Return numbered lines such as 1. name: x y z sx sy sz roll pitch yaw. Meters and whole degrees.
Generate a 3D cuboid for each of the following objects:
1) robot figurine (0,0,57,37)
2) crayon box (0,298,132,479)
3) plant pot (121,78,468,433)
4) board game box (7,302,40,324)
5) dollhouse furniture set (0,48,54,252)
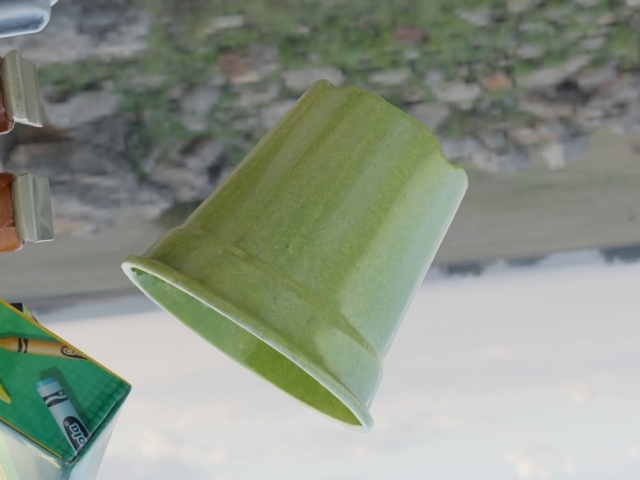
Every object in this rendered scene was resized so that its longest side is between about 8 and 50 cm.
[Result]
1. robot figurine: -0.350 -0.347 1.512 0.200 0.353 0.300 -8 140 -12
2. crayon box: -0.279 0.093 1.056 0.081 0.278 0.165 -54 174 -40
3. plant pot: 0.000 0.000 1.419 0.276 0.254 0.276 33 168 8
4. board game box: -0.310 0.169 1.562 0.048 0.170 0.141 -5 155 7
5. dollhouse furniture set: -0.309 -0.094 0.955 0.262 0.259 0.135 -6 -179 -1
